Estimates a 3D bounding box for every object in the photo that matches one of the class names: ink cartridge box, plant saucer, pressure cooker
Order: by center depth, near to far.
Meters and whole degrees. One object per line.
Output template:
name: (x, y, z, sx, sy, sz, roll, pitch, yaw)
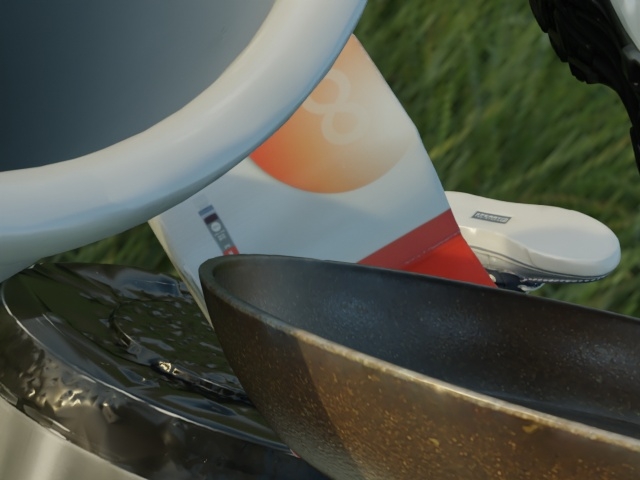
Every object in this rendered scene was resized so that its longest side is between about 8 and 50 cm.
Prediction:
plant saucer: (0.109, 0.063, 0.587, 0.310, 0.050, 0.310, 14, 6, -1)
ink cartridge box: (0.000, 0.000, 0.998, 0.145, 0.045, 0.179, -30, 73, -11)
pressure cooker: (-0.114, 0.264, 1.293, 0.375, 0.420, 0.370, 28, 15, 35)

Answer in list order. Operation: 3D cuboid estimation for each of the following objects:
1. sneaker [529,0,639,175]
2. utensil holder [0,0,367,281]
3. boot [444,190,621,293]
sneaker: (0.151, -0.061, 0.658, 0.108, 0.100, 0.271, -20, 54, -2)
utensil holder: (-0.217, -0.104, 0.617, 0.327, 0.385, 0.328, 13, 67, -33)
boot: (0.156, 0.020, 1.515, 0.190, 0.086, 0.069, 17, 39, 39)
